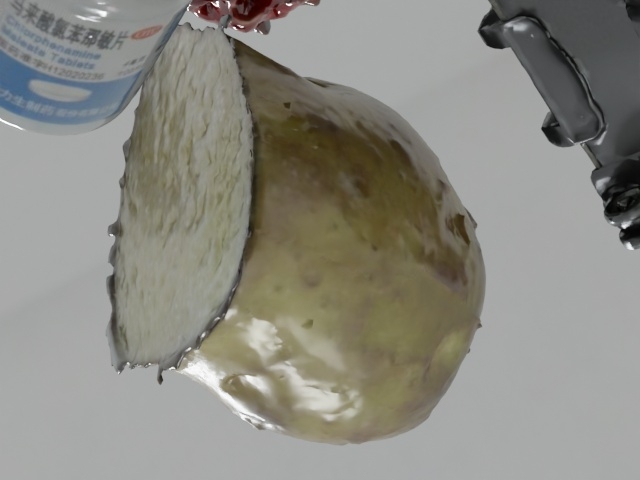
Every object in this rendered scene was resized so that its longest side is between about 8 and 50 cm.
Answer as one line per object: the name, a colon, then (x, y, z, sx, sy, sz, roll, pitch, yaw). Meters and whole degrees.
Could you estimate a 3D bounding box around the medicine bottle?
medicine bottle: (-0.099, -0.130, 0.844, 0.105, 0.168, 0.105, 15, -130, -19)

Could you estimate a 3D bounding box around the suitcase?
suitcase: (0.243, -0.229, 1.317, 0.194, 0.283, 0.434, -20, -153, 33)

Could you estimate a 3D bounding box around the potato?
potato: (0.000, 0.000, 1.408, 0.237, 0.301, 0.289, 9, -96, -23)

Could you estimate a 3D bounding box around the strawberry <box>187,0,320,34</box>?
strawberry: (-0.072, -0.363, 1.522, 0.295, 0.345, 0.317, -2, -136, -4)
